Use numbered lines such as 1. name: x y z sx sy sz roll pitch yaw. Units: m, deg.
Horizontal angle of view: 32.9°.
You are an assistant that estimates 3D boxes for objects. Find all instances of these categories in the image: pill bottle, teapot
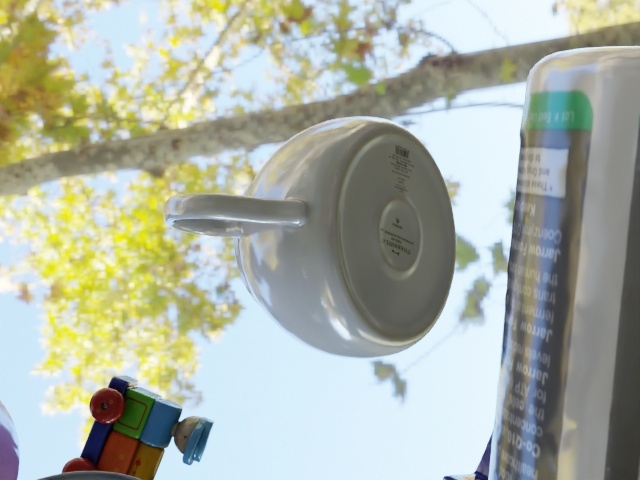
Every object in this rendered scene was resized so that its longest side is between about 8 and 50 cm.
1. pill bottle: 0.195 0.087 0.577 0.204 0.204 0.361 -5 -79 -65
2. teapot: 0.000 0.000 1.070 0.252 0.187 0.256 -50 -55 -42

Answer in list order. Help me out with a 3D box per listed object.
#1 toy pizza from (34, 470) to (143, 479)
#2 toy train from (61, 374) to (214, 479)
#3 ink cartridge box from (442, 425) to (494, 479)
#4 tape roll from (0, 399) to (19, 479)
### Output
1. toy pizza: -0.223 0.280 1.012 0.032 0.201 0.201 -108 -6 -53
2. toy train: -0.231 0.298 1.289 0.105 0.143 0.248 50 -119 -82
3. ink cartridge box: 0.164 0.272 0.841 0.045 0.223 0.224 30 -99 -40
4. tape roll: -0.443 0.225 1.063 0.090 0.275 0.274 77 -158 -51
